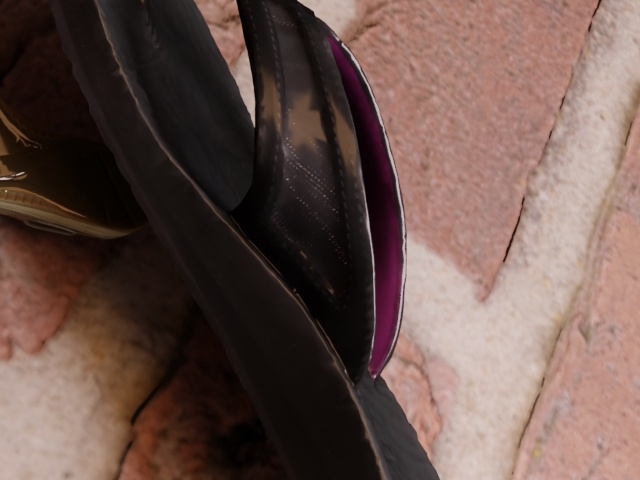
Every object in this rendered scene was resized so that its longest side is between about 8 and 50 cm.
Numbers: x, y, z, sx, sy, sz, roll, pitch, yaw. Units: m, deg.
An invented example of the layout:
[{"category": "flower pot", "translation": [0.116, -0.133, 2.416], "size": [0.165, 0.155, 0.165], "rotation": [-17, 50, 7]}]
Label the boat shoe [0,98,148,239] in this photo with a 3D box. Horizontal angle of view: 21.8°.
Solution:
[{"category": "boat shoe", "translation": [-0.153, -0.037, 0.771], "size": [0.153, 0.048, 0.056], "rotation": [18, 67, -24]}]

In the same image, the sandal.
[{"category": "sandal", "translation": [0.001, 0.001, 0.790], "size": [0.445, 0.107, 0.167], "rotation": [62, 11, 0]}]
